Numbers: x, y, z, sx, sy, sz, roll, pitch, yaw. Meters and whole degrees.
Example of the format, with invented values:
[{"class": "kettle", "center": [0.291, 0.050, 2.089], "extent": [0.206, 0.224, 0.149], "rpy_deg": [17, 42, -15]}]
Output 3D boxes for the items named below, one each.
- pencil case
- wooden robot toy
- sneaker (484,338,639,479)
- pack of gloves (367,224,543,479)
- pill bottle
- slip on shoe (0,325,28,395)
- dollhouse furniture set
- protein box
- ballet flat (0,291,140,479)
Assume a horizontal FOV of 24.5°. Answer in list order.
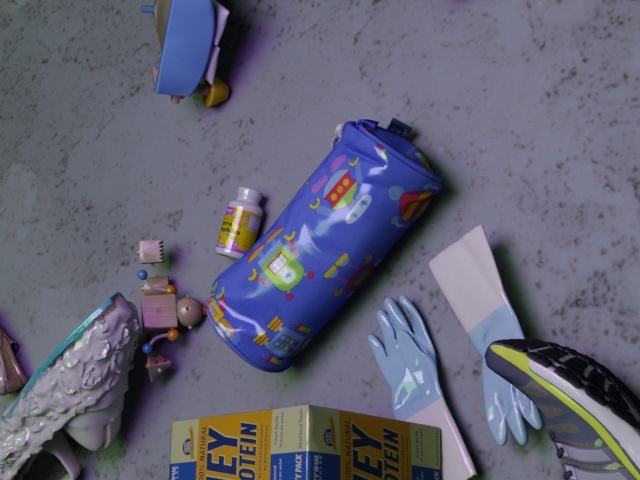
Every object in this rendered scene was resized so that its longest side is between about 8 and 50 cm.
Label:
[{"class": "pencil case", "center": [0.000, 0.000, 1.614], "extent": [0.133, 0.119, 0.306], "rpy_deg": [42, 103, 11]}, {"class": "wooden robot toy", "center": [-0.176, 0.082, 1.768], "extent": [0.079, 0.076, 0.173], "rpy_deg": [-5, 70, -2]}, {"class": "sneaker", "center": [0.257, 0.204, 1.361], "extent": [0.300, 0.111, 0.121], "rpy_deg": [43, 110, 23]}, {"class": "pack of gloves", "center": [0.148, 0.133, 1.533], "extent": [0.195, 0.046, 0.232], "rpy_deg": [-40, 55, 35]}, {"class": "pill bottle", "center": [-0.093, -0.019, 1.735], "extent": [0.043, 0.043, 0.083], "rpy_deg": [12, 84, 37]}, {"class": "slip on shoe", "center": [-0.416, 0.141, 1.925], "extent": [0.041, 0.051, 0.135], "rpy_deg": [-16, 51, -12]}, {"class": "dollhouse furniture set", "center": [-0.107, -0.353, 1.829], "extent": [0.286, 0.198, 0.303], "rpy_deg": [-108, 28, -50]}, {"class": "protein box", "center": [-0.016, 0.251, 1.489], "extent": [0.200, 0.201, 0.136], "rpy_deg": [-13, 70, 41]}, {"class": "ballet flat", "center": [-0.322, 0.223, 1.784], "extent": [0.409, 0.147, 0.147], "rpy_deg": [-43, 56, 27]}]
